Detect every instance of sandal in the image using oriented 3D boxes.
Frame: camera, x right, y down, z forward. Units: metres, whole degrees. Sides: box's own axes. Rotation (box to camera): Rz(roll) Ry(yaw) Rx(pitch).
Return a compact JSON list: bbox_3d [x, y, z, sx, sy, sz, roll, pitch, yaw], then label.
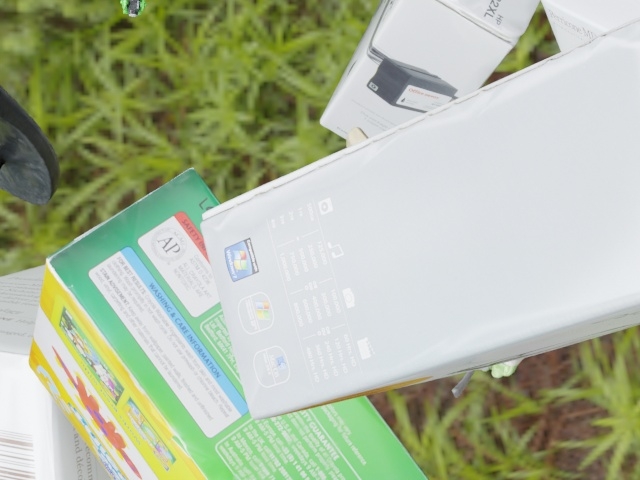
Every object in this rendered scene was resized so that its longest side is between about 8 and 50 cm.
[{"bbox_3d":[-0.409,-0.143,1.589,0.168,0.445,0.107,16,67,26],"label":"sandal"}]

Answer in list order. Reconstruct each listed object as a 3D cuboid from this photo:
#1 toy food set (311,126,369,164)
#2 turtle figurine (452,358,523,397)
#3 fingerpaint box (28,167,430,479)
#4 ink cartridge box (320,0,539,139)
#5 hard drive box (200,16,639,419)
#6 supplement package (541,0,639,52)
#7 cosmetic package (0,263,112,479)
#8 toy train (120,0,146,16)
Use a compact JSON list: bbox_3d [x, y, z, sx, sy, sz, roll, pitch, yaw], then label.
[{"bbox_3d":[0.000,0.000,1.453,0.192,0.038,0.132,-55,52,23],"label":"toy food set"},{"bbox_3d":[0.117,0.087,1.773,0.198,0.266,0.274,-4,63,25],"label":"turtle figurine"},{"bbox_3d":[-0.068,0.202,1.439,0.445,0.163,0.371,53,159,7],"label":"fingerpaint box"},{"bbox_3d":[0.137,-0.246,1.724,0.129,0.223,0.307,30,151,-5],"label":"ink cartridge box"},{"bbox_3d":[0.099,-0.008,0.614,0.232,0.181,0.089,-23,79,44],"label":"hard drive box"},{"bbox_3d":[0.344,-0.158,1.258,0.262,0.204,0.145,41,164,53],"label":"supplement package"},{"bbox_3d":[-0.311,0.227,1.907,0.327,0.394,0.329,4,102,32],"label":"cosmetic package"},{"bbox_3d":[-0.124,-0.189,1.054,0.024,0.017,0.083,175,98,-72],"label":"toy train"}]
